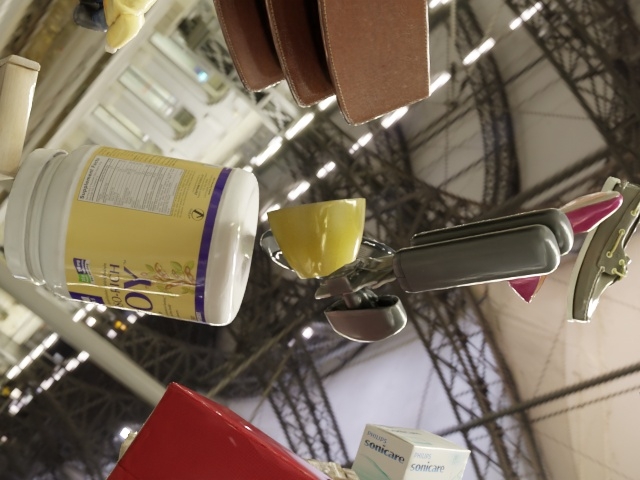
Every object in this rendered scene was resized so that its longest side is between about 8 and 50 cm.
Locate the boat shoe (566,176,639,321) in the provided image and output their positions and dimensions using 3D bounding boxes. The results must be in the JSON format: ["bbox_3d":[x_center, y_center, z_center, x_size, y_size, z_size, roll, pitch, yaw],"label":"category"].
[{"bbox_3d":[0.552,0.022,1.666,0.305,0.091,0.109,-66,155,-14],"label":"boat shoe"}]

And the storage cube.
[{"bbox_3d":[-0.094,0.275,0.846,0.184,0.193,0.215,-57,159,-9],"label":"storage cube"}]

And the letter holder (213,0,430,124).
[{"bbox_3d":[-0.004,-0.284,1.005,0.214,0.302,0.152,-24,-130,-12],"label":"letter holder"}]

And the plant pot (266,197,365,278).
[{"bbox_3d":[0.000,0.000,1.161,0.134,0.095,0.134,-8,178,0],"label":"plant pot"}]

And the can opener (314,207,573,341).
[{"bbox_3d":[0.116,0.041,0.862,0.283,0.095,0.076,-11,-162,39],"label":"can opener"}]

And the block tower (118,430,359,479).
[{"bbox_3d":[-0.122,0.353,1.247,0.091,0.335,0.097,168,-66,-83],"label":"block tower"}]

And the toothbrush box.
[{"bbox_3d":[0.149,0.521,1.690,0.126,0.216,0.295,15,-94,41],"label":"toothbrush box"}]

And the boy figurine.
[{"bbox_3d":[-0.369,-0.430,1.572,0.285,0.092,0.177,20,-76,59],"label":"boy figurine"}]

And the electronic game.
[{"bbox_3d":[0.016,0.021,1.397,0.229,0.229,0.048,-20,-124,62],"label":"electronic game"}]

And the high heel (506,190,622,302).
[{"bbox_3d":[0.363,0.012,1.288,0.082,0.117,0.244,-26,178,-44],"label":"high heel"}]

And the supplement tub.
[{"bbox_3d":[-0.274,-0.013,1.306,0.241,0.331,0.241,9,90,-88],"label":"supplement tub"}]

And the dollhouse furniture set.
[{"bbox_3d":[-0.599,-0.209,1.197,0.303,0.355,0.174,-1,-102,52],"label":"dollhouse furniture set"}]
